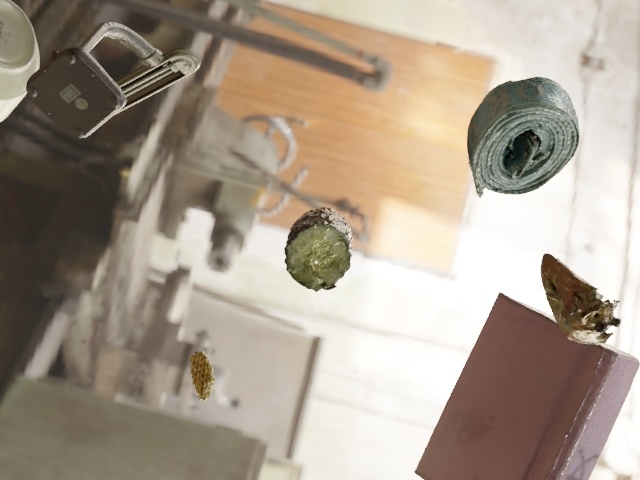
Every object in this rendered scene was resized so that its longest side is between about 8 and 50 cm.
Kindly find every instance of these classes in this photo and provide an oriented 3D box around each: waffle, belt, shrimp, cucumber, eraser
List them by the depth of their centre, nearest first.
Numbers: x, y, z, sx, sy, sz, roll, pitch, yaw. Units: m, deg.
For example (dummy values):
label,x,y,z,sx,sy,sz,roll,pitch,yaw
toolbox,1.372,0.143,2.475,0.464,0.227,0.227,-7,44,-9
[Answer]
label,x,y,z,sx,sy,sz,roll,pitch,yaw
cucumber,0.000,0.000,1.457,0.303,0.072,0.081,-80,170,-84
shrimp,0.295,0.069,1.485,0.051,0.115,0.217,-33,-176,-2
belt,0.269,-0.134,1.699,0.163,0.148,0.082,78,8,-49
waffle,-0.194,0.220,2.098,0.085,0.016,0.078,-51,-124,54
eraser,0.349,0.304,2.169,0.272,0.122,0.359,27,-85,46

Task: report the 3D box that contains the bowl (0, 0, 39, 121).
label,x,y,z,sx,sy,sz,roll,pitch,yaw
bowl,-0.531,-0.301,1.985,0.126,0.238,0.237,-20,-140,36

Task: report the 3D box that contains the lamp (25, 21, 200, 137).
label,x,y,z,sx,sy,sz,roll,pitch,yaw
lamp,-0.328,-0.225,1.852,0.203,0.124,0.283,-34,-175,28
